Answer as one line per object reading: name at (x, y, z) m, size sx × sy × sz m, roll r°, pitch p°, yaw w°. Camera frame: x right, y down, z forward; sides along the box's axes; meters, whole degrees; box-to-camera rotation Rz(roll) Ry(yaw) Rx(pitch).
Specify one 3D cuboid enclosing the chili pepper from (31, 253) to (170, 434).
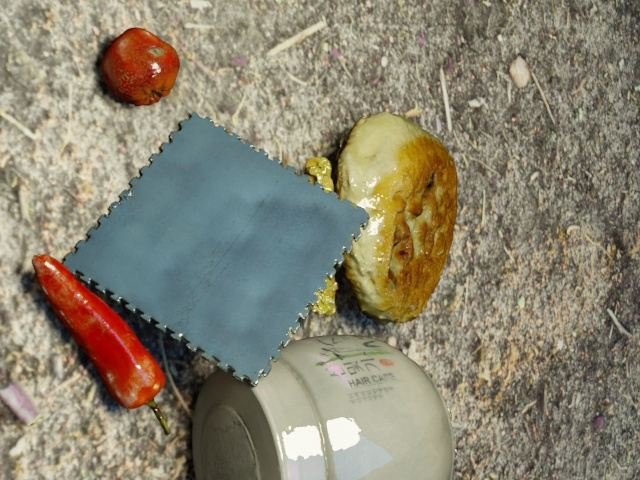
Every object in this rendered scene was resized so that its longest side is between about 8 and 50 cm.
chili pepper at (-0.238, 0.117, 1.020) m, size 0.063 × 0.071 × 0.272 m, roll -48°, pitch 117°, yaw -36°

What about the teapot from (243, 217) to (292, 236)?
teapot at (-0.084, 0.013, 1.136) m, size 0.149 × 0.111 × 0.108 m, roll -37°, pitch 129°, yaw -41°

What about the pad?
pad at (-0.114, 0.000, 1.058) m, size 0.269 × 0.012 × 0.269 m, roll 33°, pitch 63°, yaw 8°

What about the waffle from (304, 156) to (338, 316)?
waffle at (0.000, 0.000, 1.179) m, size 0.046 × 0.160 × 0.191 m, roll -2°, pitch 67°, yaw -5°

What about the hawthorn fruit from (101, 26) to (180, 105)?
hawthorn fruit at (-0.209, -0.202, 1.045) m, size 0.093 × 0.093 × 0.093 m, roll 0°, pitch 90°, yaw -42°

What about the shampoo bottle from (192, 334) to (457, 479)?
shampoo bottle at (-0.001, 0.252, 1.098) m, size 0.267 × 0.273 × 0.272 m, roll -1°, pitch 91°, yaw -34°

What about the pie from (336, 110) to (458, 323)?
pie at (0.113, -0.030, 1.269) m, size 0.315 × 0.093 × 0.315 m, roll -11°, pitch 102°, yaw -61°
